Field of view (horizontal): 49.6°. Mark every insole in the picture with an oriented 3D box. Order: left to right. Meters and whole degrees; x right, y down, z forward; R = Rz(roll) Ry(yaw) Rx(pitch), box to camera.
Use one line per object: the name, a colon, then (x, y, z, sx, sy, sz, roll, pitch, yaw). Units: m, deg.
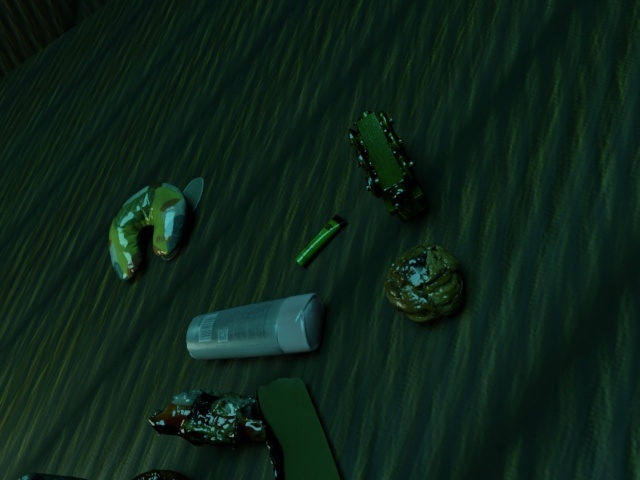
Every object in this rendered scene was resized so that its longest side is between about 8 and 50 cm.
insole: (-0.326, -0.054, 1.629, 0.080, 0.003, 0.231, -6, 56, 35)

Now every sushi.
sushi: (-0.177, 0.304, 1.181, 0.226, 0.097, 0.103, 4, 67, 23)

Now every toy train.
toy train: (0.124, -0.133, 1.247, 0.090, 0.137, 0.225, -28, 50, 13)

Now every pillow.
pillow: (-0.401, -0.029, 1.617, 0.233, 0.086, 0.214, -27, 57, 19)

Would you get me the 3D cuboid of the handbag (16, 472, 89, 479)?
handbag: (-0.533, 0.642, 1.159, 0.317, 0.180, 0.416, -35, 44, 30)

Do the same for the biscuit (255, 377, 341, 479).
biscuit: (-0.027, 0.343, 1.052, 0.099, 0.038, 0.322, -8, 42, -17)

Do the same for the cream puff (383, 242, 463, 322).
cream puff: (0.164, 0.061, 1.096, 0.119, 0.104, 0.133, -4, 56, 44)

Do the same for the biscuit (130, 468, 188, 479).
biscuit: (-0.283, 0.478, 1.168, 0.192, 0.049, 0.192, -15, 55, 23)

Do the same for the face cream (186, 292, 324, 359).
face cream: (-0.121, 0.163, 1.257, 0.269, 0.073, 0.107, -13, 57, 31)

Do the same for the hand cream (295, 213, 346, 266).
hand cream: (0.000, 0.000, 1.323, 0.122, 0.023, 0.036, -46, 39, -6)
